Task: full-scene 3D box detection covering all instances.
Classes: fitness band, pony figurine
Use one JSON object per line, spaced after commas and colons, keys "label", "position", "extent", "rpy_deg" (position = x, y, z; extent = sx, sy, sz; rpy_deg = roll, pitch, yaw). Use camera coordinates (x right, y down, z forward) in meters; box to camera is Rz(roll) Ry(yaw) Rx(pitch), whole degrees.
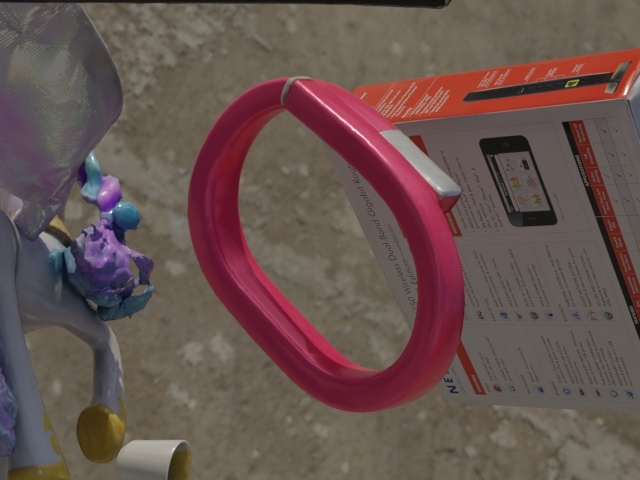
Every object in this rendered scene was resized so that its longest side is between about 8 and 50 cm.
{"label": "fitness band", "position": [0.000, 0.000, 0.963], "extent": [0.054, 0.209, 0.291], "rpy_deg": [-5, 41, -46]}
{"label": "pony figurine", "position": [-0.252, 0.004, 0.896], "extent": [0.351, 0.303, 0.363], "rpy_deg": [48, 33, -63]}

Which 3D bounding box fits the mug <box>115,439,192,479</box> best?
{"label": "mug", "position": [-0.171, 0.236, 1.273], "extent": [0.064, 0.078, 0.062], "rpy_deg": [5, 36, 17]}

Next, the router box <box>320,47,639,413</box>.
{"label": "router box", "position": [0.195, 0.005, 1.125], "extent": [0.082, 0.301, 0.335], "rpy_deg": [-52, 127, -39]}

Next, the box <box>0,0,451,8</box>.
{"label": "box", "position": [-0.070, -0.189, 0.478], "extent": [0.261, 0.184, 0.103], "rpy_deg": [4, 23, 16]}
